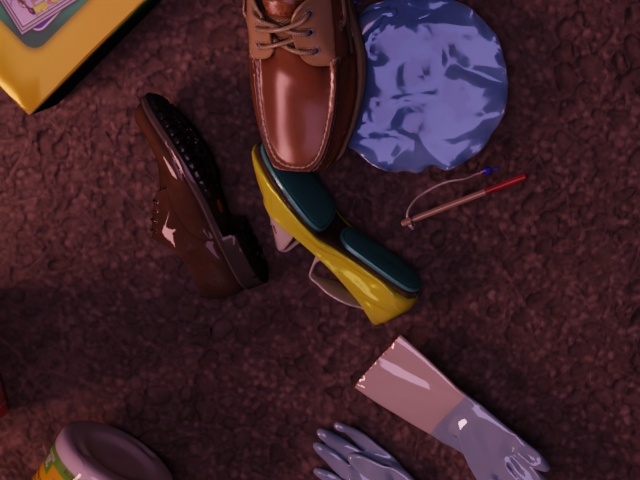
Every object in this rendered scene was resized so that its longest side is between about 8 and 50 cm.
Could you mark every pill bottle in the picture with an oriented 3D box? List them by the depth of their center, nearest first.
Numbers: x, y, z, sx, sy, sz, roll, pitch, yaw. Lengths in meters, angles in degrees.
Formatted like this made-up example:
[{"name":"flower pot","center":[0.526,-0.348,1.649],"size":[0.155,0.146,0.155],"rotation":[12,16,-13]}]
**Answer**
[{"name":"pill bottle","center":[-0.271,0.327,1.812],"size":[0.136,0.136,0.245],"rotation":[32,104,1]}]

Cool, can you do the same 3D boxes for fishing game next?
[{"name":"fishing game","center":[0.096,-0.154,1.707],"size":[0.189,0.041,0.264],"rotation":[-22,89,12]}]

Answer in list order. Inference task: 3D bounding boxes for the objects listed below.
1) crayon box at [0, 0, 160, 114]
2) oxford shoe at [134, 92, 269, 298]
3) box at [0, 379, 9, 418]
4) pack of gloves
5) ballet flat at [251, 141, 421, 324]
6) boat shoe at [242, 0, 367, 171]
[{"name":"crayon box","center":[-0.294,-0.363,1.689],"size":[0.313,0.106,0.363],"rotation":[-42,93,13]},{"name":"oxford shoe","center":[-0.145,-0.040,1.746],"size":[0.096,0.083,0.227],"rotation":[-23,96,17]},{"name":"box","center":[-0.447,0.164,1.721],"size":[0.154,0.300,0.142],"rotation":[-12,99,10]},{"name":"pack of gloves","center":[0.118,0.233,1.792],"size":[0.232,0.046,0.195],"rotation":[41,116,2]},{"name":"ballet flat","center":[0.000,0.000,1.739],"size":[0.231,0.077,0.077],"rotation":[43,121,-4]},{"name":"boat shoe","center":[-0.028,-0.228,1.649],"size":[0.123,0.120,0.324],"rotation":[2,95,21]}]
